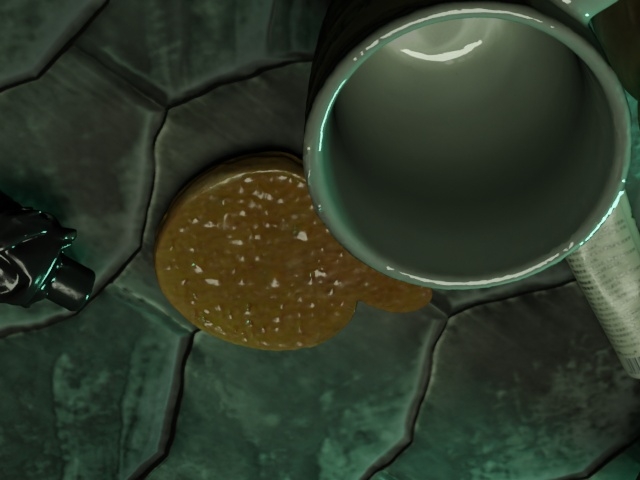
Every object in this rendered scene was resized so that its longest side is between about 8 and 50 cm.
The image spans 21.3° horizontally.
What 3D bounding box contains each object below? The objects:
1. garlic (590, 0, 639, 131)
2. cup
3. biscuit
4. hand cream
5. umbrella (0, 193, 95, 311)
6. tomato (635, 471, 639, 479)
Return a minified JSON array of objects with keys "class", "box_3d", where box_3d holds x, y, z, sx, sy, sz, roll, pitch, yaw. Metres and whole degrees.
[{"class":"garlic","box_3d":[0.292,-0.148,1.227,0.132,0.279,0.325,-13,143,-12]},{"class":"cup","box_3d":[0.116,-0.154,1.226,0.227,0.257,0.301,30,119,-24]},{"class":"biscuit","box_3d":[0.000,-0.001,1.456,0.289,0.044,0.202,-18,124,8]},{"class":"hand cream","box_3d":[0.262,0.038,1.497,0.080,0.050,0.234,-21,118,12]},{"class":"umbrella","box_3d":[-0.310,-0.015,1.401,0.272,0.110,0.122,29,119,-25]},{"class":"tomato","box_3d":[0.405,0.260,1.549,0.270,0.222,0.270,-7,112,-17]}]
